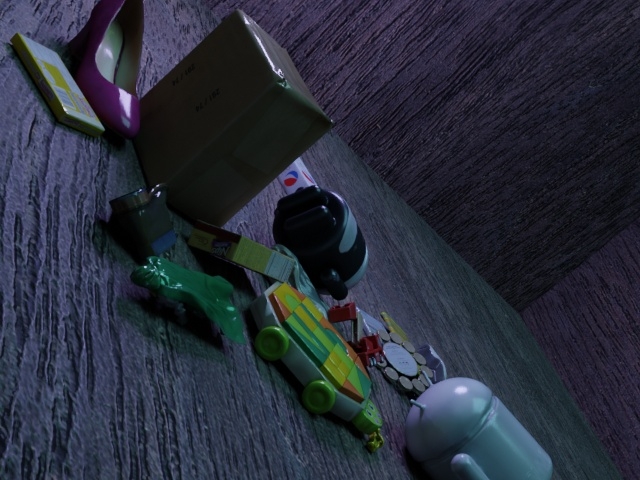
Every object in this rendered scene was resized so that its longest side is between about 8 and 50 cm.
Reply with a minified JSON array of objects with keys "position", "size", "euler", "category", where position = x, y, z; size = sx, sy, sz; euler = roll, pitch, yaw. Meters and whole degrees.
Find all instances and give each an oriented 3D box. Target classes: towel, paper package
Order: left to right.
[{"position":[-0.181,-0.231,1.752],"size":[0.168,0.325,0.309],"euler":[37,18,-41],"category":"paper package"},{"position":[0.203,0.267,2.224],"size":[0.102,0.021,0.237],"euler":[46,11,-29],"category":"towel"}]

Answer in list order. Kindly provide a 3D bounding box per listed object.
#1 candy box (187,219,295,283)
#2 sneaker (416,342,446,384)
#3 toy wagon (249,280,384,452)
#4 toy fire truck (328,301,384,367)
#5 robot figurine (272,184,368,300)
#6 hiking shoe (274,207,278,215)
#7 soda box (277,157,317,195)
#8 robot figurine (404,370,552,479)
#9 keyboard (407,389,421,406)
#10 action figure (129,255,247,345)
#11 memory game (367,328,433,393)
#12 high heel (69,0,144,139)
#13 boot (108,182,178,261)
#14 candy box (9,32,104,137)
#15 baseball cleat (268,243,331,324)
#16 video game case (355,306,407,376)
[{"position":[-0.141,0.022,1.666],"size":[0.109,0.053,0.186],"euler":[19,-6,32],"category":"candy box"},{"position":[0.294,0.321,2.330],"size":[0.061,0.053,0.152],"euler":[45,13,-28],"category":"sneaker"},{"position":[0.010,0.224,1.640],"size":[0.344,0.068,0.267],"euler":[49,13,0],"category":"toy wagon"},{"position":[0.076,0.193,1.868],"size":[0.192,0.047,0.135],"euler":[5,73,-71],"category":"toy fire truck"},{"position":[-0.002,0.002,1.943],"size":[0.173,0.209,0.278],"euler":[12,-26,26],"category":"robot figurine"},{"position":[-0.033,-0.023,2.175],"size":[0.114,0.086,0.227],"euler":[37,16,-29],"category":"hiking shoe"},{"position":[-0.072,-0.175,2.525],"size":[0.074,0.069,0.216],"euler":[33,19,-48],"category":"soda box"},{"position":[0.302,0.408,1.770],"size":[0.353,0.199,0.300],"euler":[48,12,-3],"category":"robot figurine"},{"position":[0.248,0.395,1.999],"size":[0.100,0.038,0.192],"euler":[42,15,-26],"category":"keyboard"},{"position":[-0.202,0.079,1.369],"size":[0.232,0.063,0.137],"euler":[37,19,-55],"category":"action figure"},{"position":[0.178,0.271,2.075],"size":[0.186,0.012,0.186],"euler":[29,28,-17],"category":"memory game"},{"position":[-0.379,-0.351,1.765],"size":[0.127,0.181,0.377],"euler":[33,20,-49],"category":"high heel"},{"position":[-0.276,-0.030,1.478],"size":[0.219,0.082,0.106],"euler":[-59,129,-81],"category":"boot"},{"position":[-0.462,-0.273,1.614],"size":[0.206,0.027,0.105],"euler":[55,12,23],"category":"candy box"},{"position":[-0.043,0.104,1.846],"size":[0.206,0.072,0.109],"euler":[62,10,16],"category":"baseball cleat"},{"position":[0.144,0.237,2.162],"size":[0.119,0.015,0.166],"euler":[36,18,-45],"category":"video game case"}]
